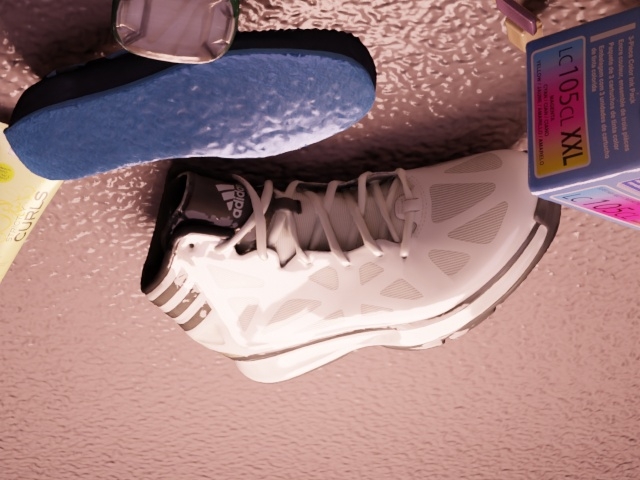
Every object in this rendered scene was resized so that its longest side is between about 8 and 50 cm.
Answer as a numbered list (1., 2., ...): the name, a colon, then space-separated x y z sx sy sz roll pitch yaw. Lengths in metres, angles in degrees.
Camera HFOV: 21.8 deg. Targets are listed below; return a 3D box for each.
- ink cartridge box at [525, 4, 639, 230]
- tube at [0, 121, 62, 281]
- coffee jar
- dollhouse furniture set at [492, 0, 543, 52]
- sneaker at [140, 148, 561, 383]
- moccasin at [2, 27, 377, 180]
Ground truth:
1. ink cartridge box: 0.404 -0.118 1.376 0.395 0.151 0.270 -16 160 41
2. tube: -0.319 -0.031 1.672 0.070 0.062 0.240 -26 160 -45
3. coffee jar: -0.116 -0.218 1.310 0.096 0.184 0.079 7 126 -13
4. dollhouse furniture set: 0.179 -0.228 1.459 0.081 0.091 0.114 -49 164 -3
5. sneaker: 0.000 0.001 1.633 0.448 0.169 0.257 -26 140 34
6. moccasin: -0.118 -0.148 1.473 0.342 0.116 0.137 -5 132 12
